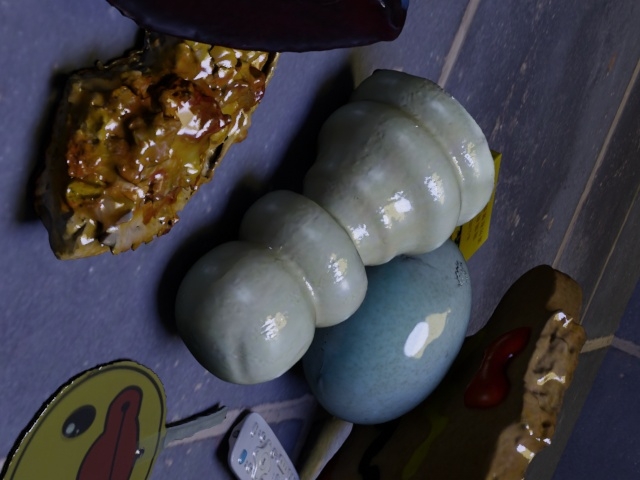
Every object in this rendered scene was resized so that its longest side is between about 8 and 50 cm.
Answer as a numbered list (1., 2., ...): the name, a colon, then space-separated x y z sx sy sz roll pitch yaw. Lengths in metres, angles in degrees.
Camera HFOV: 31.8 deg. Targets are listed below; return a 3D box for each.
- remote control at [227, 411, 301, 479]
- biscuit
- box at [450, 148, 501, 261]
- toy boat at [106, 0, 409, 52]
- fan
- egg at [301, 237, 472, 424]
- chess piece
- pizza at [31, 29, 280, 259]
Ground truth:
1. remote control: -0.066 0.274 1.297 0.073 0.044 0.229 -64 151 -28
2. biscuit: 0.134 0.194 1.310 0.394 0.076 0.368 -30 -155 54
3. box: 0.145 0.007 1.458 0.279 0.041 0.153 -43 148 -38
4. toy boat: -0.052 -0.213 0.757 0.309 0.142 0.129 3 153 -36
5. fan: -0.190 0.205 1.036 0.335 0.011 0.229 -13 124 -56
6. egg: 0.075 0.093 1.248 0.236 0.169 0.169 -64 154 4
7. chess piece: 0.000 0.000 1.058 0.330 0.182 0.182 -43 147 -26
8. pizza: -0.102 -0.104 0.842 0.305 0.086 0.161 -54 151 -24
